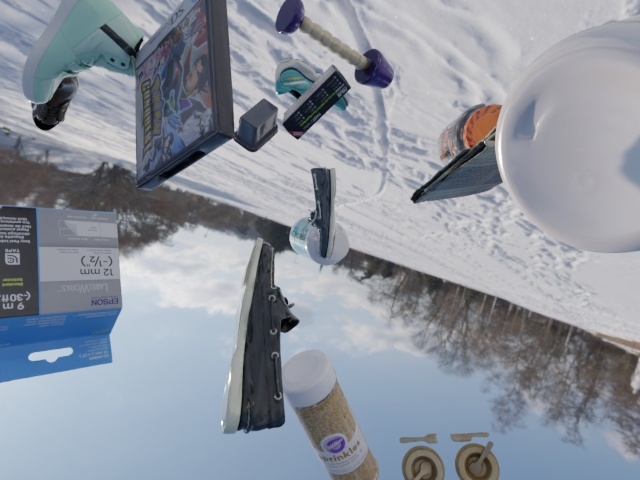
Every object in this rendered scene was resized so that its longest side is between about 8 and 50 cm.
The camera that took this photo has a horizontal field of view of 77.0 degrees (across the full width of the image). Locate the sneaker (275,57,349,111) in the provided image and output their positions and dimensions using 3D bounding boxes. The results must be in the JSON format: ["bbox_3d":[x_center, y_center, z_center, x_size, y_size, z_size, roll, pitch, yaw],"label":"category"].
[{"bbox_3d":[-0.028,-0.434,1.193,0.275,0.110,0.107,9,-175,-43],"label":"sneaker"}]

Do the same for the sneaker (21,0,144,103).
[{"bbox_3d":[-0.445,-0.331,0.768,0.151,0.256,0.094,36,-159,-26],"label":"sneaker"}]

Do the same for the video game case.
[{"bbox_3d":[-0.237,-0.251,0.668,0.248,0.275,0.035,-17,163,39],"label":"video game case"}]

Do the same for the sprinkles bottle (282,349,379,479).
[{"bbox_3d":[0.025,0.416,0.904,0.121,0.356,0.121,-20,-157,8],"label":"sprinkles bottle"}]

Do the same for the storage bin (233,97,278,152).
[{"bbox_3d":[-0.181,-0.336,1.137,0.098,0.135,0.091,37,148,3],"label":"storage bin"}]

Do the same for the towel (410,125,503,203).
[{"bbox_3d":[0.439,-0.199,1.071,0.324,0.056,0.312,-11,165,-26],"label":"towel"}]

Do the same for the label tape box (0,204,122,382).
[{"bbox_3d":[-0.578,0.107,0.875,0.249,0.348,0.115,2,160,-45],"label":"label tape box"}]

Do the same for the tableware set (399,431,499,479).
[{"bbox_3d":[0.262,0.461,0.814,0.194,0.128,0.039,-8,156,9],"label":"tableware set"}]

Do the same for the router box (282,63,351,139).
[{"bbox_3d":[-0.009,-0.231,0.669,0.038,0.122,0.092,43,-161,-23],"label":"router box"}]

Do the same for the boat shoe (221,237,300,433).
[{"bbox_3d":[-0.092,0.153,0.704,0.113,0.340,0.127,11,141,-14],"label":"boat shoe"}]

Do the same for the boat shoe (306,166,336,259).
[{"bbox_3d":[0.003,-0.075,1.101,0.079,0.255,0.095,1,-177,2],"label":"boat shoe"}]

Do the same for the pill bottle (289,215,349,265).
[{"bbox_3d":[0.000,0.000,1.333,0.146,0.146,0.264,16,-179,-22],"label":"pill bottle"}]

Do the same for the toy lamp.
[{"bbox_3d":[0.043,-0.385,0.810,0.274,0.080,0.080,13,-177,-39],"label":"toy lamp"}]

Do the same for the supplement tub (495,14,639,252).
[{"bbox_3d":[0.403,-0.146,0.474,0.324,0.236,0.235,-23,-161,-22],"label":"supplement tub"}]

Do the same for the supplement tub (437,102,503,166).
[{"bbox_3d":[0.519,-0.331,1.334,0.207,0.207,0.338,17,-173,3],"label":"supplement tub"}]

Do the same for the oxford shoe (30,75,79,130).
[{"bbox_3d":[-0.618,-0.323,0.940,0.082,0.096,0.227,2,165,-41],"label":"oxford shoe"}]
